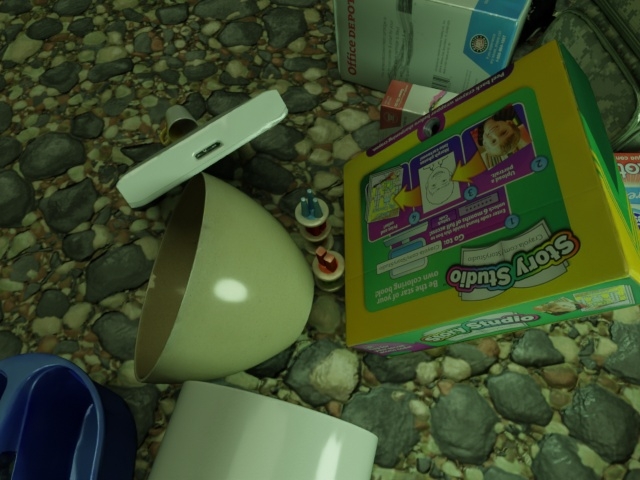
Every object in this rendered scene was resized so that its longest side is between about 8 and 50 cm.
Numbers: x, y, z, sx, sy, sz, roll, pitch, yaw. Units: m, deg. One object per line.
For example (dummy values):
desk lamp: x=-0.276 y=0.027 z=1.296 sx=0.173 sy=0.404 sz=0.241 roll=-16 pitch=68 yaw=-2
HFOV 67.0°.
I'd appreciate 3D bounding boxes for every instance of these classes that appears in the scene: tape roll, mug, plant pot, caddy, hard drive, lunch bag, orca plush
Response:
tape roll: x=-0.069 y=0.278 z=0.555 sx=0.246 sy=0.246 sz=0.169 roll=11 pitch=66 yaw=11
mug: x=-0.280 y=-0.227 z=0.938 sx=0.078 sy=0.062 sz=0.064 roll=-22 pitch=55 yaw=-13
plant pot: x=-0.123 y=0.069 z=0.681 sx=0.191 sy=0.284 sz=0.283 roll=19 pitch=60 yaw=-26
caddy: x=-0.379 y=0.318 z=0.603 sx=0.242 sy=0.179 sz=0.341 roll=-4 pitch=63 yaw=3
hard drive: x=-0.203 y=-0.142 z=0.760 sx=0.233 sy=0.353 sz=0.047 roll=-35 pitch=110 yaw=-12
lunch bag: x=0.502 y=-0.262 z=0.786 sx=0.213 sy=0.256 sz=0.304 roll=12 pitch=53 yaw=-38
orca plush: x=0.388 y=-0.471 z=0.968 sx=0.287 sy=0.102 sz=0.151 roll=-32 pitch=64 yaw=-10

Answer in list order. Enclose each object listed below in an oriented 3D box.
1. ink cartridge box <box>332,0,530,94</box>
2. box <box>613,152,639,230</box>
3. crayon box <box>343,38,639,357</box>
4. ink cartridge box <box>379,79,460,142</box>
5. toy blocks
ink cartridge box: x=0.191 y=-0.372 z=0.871 sx=0.308 sy=0.223 sz=0.129 roll=22 pitch=67 yaw=16
box: x=0.424 y=-0.029 z=0.714 sx=0.300 sy=0.154 sz=0.142 roll=2 pitch=65 yaw=5
crayon box: x=0.194 y=-0.033 z=0.653 sx=0.363 sy=0.106 sz=0.312 roll=-25 pitch=55 yaw=41
ink cartridge box: x=0.206 y=-0.195 z=0.839 sx=0.198 sy=0.115 sz=0.067 roll=17 pitch=65 yaw=14
toy blocks: x=0.000 y=0.000 z=0.743 sx=0.054 sy=0.148 sz=0.123 roll=-17 pitch=62 yaw=-3
